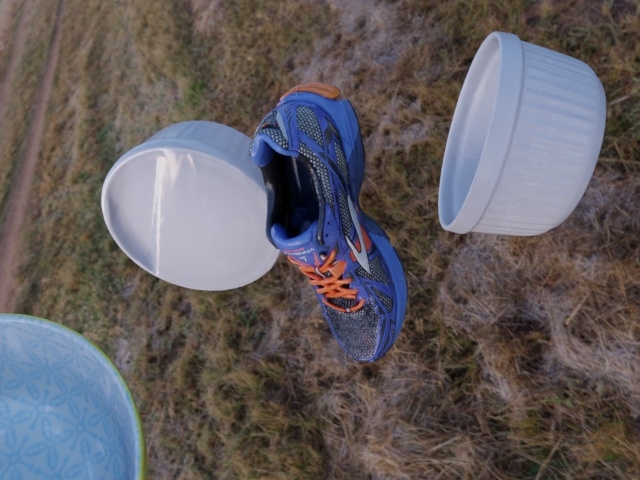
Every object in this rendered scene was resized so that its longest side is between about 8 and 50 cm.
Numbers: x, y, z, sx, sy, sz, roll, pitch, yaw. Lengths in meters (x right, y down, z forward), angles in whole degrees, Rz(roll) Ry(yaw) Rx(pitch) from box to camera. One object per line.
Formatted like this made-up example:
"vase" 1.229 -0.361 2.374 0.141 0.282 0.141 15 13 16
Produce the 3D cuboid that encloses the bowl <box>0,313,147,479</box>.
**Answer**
"bowl" -0.283 0.226 0.466 0.289 0.156 0.290 1 57 -2

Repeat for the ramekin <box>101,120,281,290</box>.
"ramekin" -0.183 -0.060 0.836 0.272 0.273 0.127 -28 31 26

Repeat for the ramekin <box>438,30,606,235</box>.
"ramekin" 0.204 -0.101 0.568 0.108 0.207 0.207 12 63 1

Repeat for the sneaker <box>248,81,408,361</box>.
"sneaker" 0.000 0.000 0.405 0.083 0.221 0.087 -9 20 36
